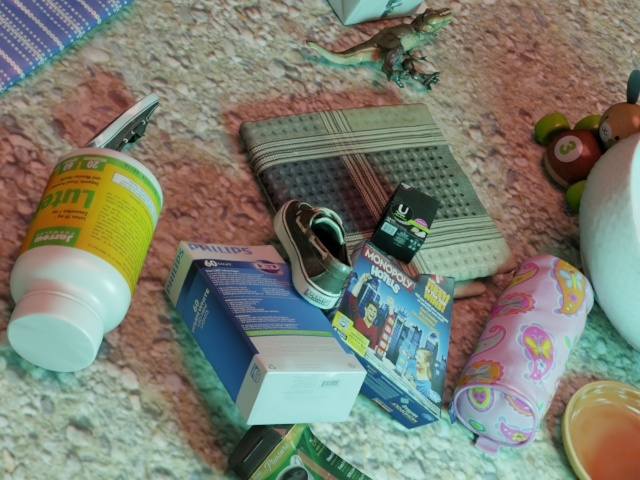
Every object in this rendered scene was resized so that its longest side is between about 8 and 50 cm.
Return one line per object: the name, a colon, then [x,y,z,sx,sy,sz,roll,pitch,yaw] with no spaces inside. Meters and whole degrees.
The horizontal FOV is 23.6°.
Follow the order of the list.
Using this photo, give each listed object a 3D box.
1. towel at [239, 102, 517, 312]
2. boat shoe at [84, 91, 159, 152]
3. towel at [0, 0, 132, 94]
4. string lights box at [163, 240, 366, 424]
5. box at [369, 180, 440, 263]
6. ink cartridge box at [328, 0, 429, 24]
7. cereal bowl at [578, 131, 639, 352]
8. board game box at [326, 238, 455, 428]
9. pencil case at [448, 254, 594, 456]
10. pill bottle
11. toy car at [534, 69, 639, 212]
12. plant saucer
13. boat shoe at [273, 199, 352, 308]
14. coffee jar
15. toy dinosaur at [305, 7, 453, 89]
towel: [0.077,-0.048,2.077,0.324,0.056,0.312,-9,58,-32]
boat shoe: [-0.247,-0.141,1.956,0.040,0.049,0.142,53,46,-11]
towel: [-0.408,-0.339,2.004,0.243,0.040,0.336,43,54,4]
string lights box: [-0.069,0.102,1.776,0.133,0.076,0.259,3,31,-32]
box: [0.110,-0.024,1.997,0.062,0.052,0.083,29,45,-3]
ink cartridge box: [0.092,-0.395,2.338,0.181,0.061,0.104,-14,64,-38]
cereal bowl: [0.462,0.022,2.137,0.339,0.141,0.339,28,52,-43]
board game box: [0.090,0.098,1.896,0.194,0.060,0.194,41,50,-23]
pencil case: [0.263,0.144,1.981,0.124,0.124,0.284,34,46,-3]
pill bottle: [-0.272,0.023,1.744,0.136,0.136,0.245,24,47,-12]
toy car: [0.432,-0.156,2.261,0.149,0.188,0.155,-1,56,-31]
plant saucer: [0.397,0.277,2.008,0.200,0.037,0.200,17,48,-20]
boat shoe: [0.000,0.000,1.866,0.078,0.070,0.219,25,22,-24]
coffee jar: [-0.010,0.273,1.729,0.184,0.096,0.079,40,15,3]
toy dinosaur: [0.109,-0.274,2.259,0.268,0.064,0.118,-21,61,-37]
